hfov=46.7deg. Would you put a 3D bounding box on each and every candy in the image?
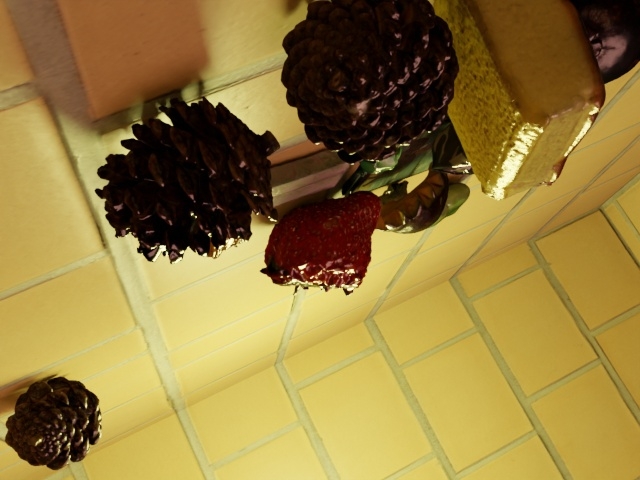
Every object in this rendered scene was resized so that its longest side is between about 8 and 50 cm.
[{"bbox_3d":[0.091,-0.155,1.601,0.097,0.097,0.323,-23,172,-19],"label":"candy"}]

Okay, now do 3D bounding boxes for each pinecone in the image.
[{"bbox_3d":[-0.696,0.481,1.983,0.243,0.244,0.309,-27,180,-5],"label":"pinecone"},{"bbox_3d":[0.078,-0.239,1.041,0.246,0.246,0.292,-35,179,24],"label":"pinecone"},{"bbox_3d":[-0.184,-0.086,1.052,0.272,0.224,0.224,-21,164,1],"label":"pinecone"}]

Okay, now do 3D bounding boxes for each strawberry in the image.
[{"bbox_3d":[0.003,0.001,1.692,0.260,0.258,0.261,7,173,1],"label":"strawberry"}]

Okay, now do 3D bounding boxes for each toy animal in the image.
[{"bbox_3d":[0.140,-0.093,1.851,0.219,0.069,0.086,-19,-173,-21],"label":"toy animal"}]

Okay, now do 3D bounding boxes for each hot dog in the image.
[{"bbox_3d":[-0.202,-0.008,1.547,0.099,0.065,0.147,-31,165,-27],"label":"hot dog"}]

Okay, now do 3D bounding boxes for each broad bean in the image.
[{"bbox_3d":[0.342,-0.100,2.131,0.227,0.100,0.169,-22,170,-27],"label":"broad bean"}]

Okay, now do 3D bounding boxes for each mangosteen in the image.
[{"bbox_3d":[0.437,-0.373,1.236,0.228,0.228,0.265,-41,-169,38],"label":"mangosteen"}]

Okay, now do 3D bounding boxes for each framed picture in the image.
[{"bbox_3d":[0.237,-0.212,1.746,0.346,0.016,0.265,-21,162,-27],"label":"framed picture"}]

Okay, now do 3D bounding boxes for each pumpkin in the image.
[{"bbox_3d":[0.245,-0.066,1.785,0.254,0.149,0.130,-40,-153,-7],"label":"pumpkin"}]

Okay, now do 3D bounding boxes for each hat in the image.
[{"bbox_3d":[0.411,-0.298,1.574,0.366,0.257,0.382,3,105,-61],"label":"hat"}]

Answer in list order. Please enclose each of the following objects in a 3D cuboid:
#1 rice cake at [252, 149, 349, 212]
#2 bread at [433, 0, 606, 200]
[{"bbox_3d":[-0.078,-0.111,1.459,0.297,0.050,0.106,-20,161,-28],"label":"rice cake"},{"bbox_3d":[0.278,-0.258,1.116,0.143,0.324,0.333,-19,165,-2],"label":"bread"}]
